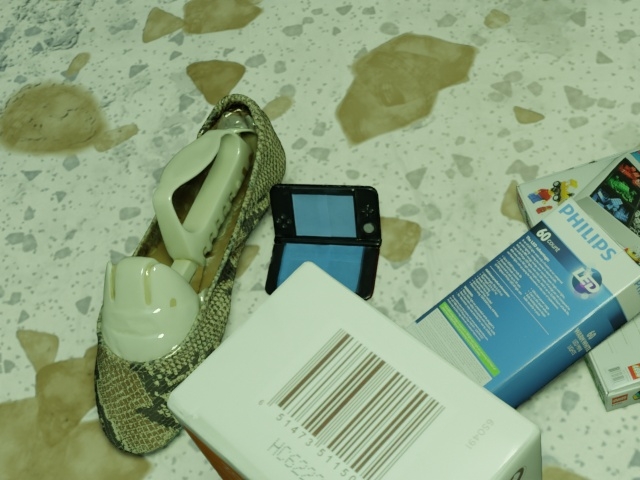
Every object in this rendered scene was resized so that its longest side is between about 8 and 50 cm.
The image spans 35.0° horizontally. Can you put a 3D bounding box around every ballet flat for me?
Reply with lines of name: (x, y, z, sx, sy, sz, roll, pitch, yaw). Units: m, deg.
ballet flat: (-0.176, 0.013, 1.258, 0.164, 0.182, 0.482, 10, 60, 18)

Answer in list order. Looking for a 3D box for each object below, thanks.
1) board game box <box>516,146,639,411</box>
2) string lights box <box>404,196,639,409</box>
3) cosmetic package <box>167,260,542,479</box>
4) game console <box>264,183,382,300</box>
board game box: (0.372, 0.033, 1.194, 0.193, 0.053, 0.305, -17, 54, 3)
string lights box: (0.226, 0.087, 1.134, 0.260, 0.077, 0.133, -38, 52, 4)
cosmetic package: (0.057, 0.241, 0.882, 0.230, 0.453, 0.161, 35, 71, 31)
game console: (0.000, 0.000, 1.288, 0.144, 0.124, 0.085, 2, 31, 14)
